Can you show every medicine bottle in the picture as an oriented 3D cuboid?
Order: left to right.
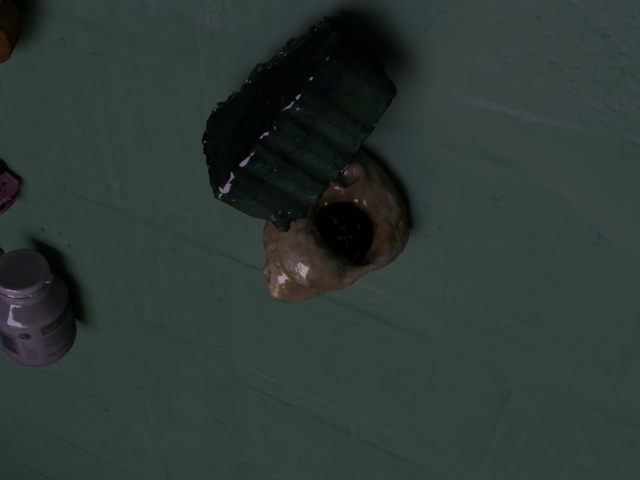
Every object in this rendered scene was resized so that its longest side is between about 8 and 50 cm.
[{"bbox_3d":[-0.510,0.116,1.540,0.135,0.135,0.215,25,142,14],"label":"medicine bottle"}]

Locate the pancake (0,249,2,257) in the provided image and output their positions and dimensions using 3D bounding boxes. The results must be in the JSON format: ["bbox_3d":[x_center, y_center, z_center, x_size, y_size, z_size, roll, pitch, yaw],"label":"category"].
[{"bbox_3d":[-0.635,-0.049,1.558,0.184,0.020,0.190,40,144,-5],"label":"pancake"}]

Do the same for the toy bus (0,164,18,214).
[{"bbox_3d":[-0.577,-0.122,1.396,0.203,0.063,0.090,38,147,1],"label":"toy bus"}]

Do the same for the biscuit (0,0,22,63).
[{"bbox_3d":[-0.523,-0.344,1.002,0.385,0.062,0.365,33,162,-15],"label":"biscuit"}]

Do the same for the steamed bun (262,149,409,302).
[{"bbox_3d":[0.000,0.000,0.993,0.172,0.155,0.141,-17,118,46],"label":"steamed bun"}]

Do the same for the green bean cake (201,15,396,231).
[{"bbox_3d":[-0.025,-0.132,0.898,0.107,0.193,0.208,31,111,-24],"label":"green bean cake"}]
